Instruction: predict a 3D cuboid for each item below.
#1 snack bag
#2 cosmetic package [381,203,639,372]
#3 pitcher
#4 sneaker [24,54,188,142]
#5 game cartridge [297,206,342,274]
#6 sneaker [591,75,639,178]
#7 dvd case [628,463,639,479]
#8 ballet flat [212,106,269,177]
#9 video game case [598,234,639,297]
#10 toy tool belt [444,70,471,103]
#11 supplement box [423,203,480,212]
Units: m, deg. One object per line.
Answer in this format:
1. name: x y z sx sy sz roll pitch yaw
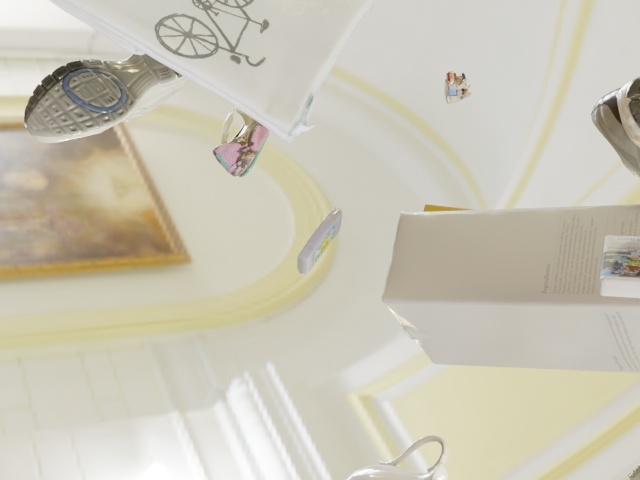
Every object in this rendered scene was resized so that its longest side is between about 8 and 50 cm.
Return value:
1. snack bag: -0.121 -0.262 1.077 0.037 0.342 0.323 -56 -175 40
2. cosmetic package: 0.302 0.069 1.449 0.384 0.217 0.156 1 -120 28
3. pitcher: 0.142 0.452 1.976 0.207 0.125 0.178 -13 -133 23
4. sneaker: -0.286 -0.206 1.524 0.111 0.297 0.129 55 -30 9
5. game cartridge: 0.000 0.000 1.307 0.017 0.083 0.056 31 -21 15
6. sneaker: 0.449 -0.097 1.337 0.271 0.100 0.108 44 -21 -15
7. dvd case: 0.421 0.345 1.144 0.180 0.022 0.253 79 -14 -66
8. ballet flat: -0.106 -0.191 1.698 0.077 0.079 0.221 -28 -157 45
9. video game case: 0.396 0.031 1.110 0.183 0.201 0.023 -41 132 -69
10. toy tool belt: 0.262 -0.294 2.016 0.083 0.051 0.052 83 -1 -62
11. supplement box: 0.249 0.067 2.007 0.191 0.129 0.194 69 32 -59
